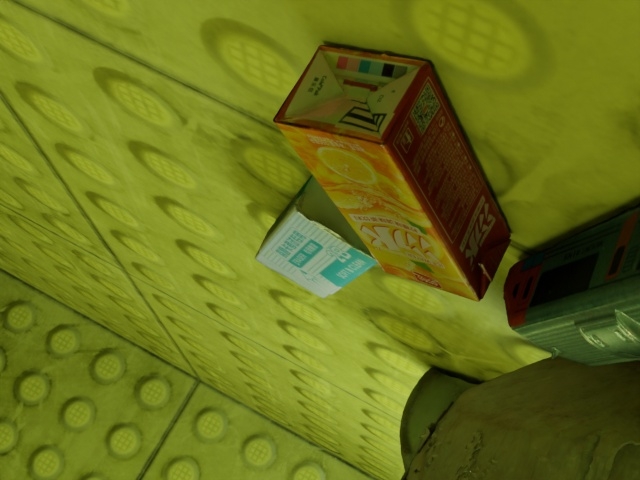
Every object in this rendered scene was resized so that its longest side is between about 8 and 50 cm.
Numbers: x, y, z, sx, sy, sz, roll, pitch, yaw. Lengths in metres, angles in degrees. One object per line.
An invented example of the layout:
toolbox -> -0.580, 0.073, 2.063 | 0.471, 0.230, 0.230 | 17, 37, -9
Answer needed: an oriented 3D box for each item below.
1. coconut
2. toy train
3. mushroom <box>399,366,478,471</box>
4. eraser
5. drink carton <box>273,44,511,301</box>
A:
coconut -> 0.236, 0.263, 0.824 | 0.352, 0.353, 0.352 | 28, 163, 9
toy train -> 0.224, 0.028, 0.609 | 0.086, 0.089, 0.409 | 27, 163, -7
mushroom -> 0.250, 0.309, 1.190 | 0.292, 0.212, 0.217 | 2, 140, 45
eraser -> 0.000, 0.000, 0.954 | 0.095, 0.052, 0.225 | 30, 162, -6
drink carton -> 0.062, -0.042, 0.700 | 0.096, 0.071, 0.223 | 17, 158, 34
